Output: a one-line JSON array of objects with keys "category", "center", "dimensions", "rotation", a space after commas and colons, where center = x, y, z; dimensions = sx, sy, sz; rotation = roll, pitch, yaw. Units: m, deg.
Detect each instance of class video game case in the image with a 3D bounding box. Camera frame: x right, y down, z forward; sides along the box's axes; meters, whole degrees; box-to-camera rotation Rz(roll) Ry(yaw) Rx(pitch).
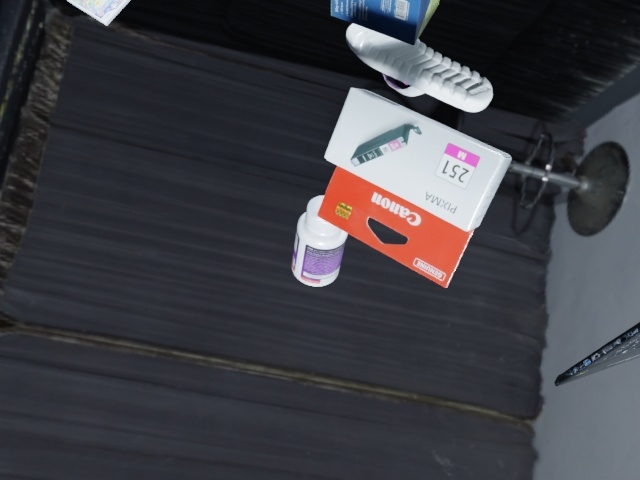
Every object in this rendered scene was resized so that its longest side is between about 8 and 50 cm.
[{"category": "video game case", "center": [-0.491, -0.537, 1.400], "dimensions": [0.087, 0.122, 0.011], "rotation": [-53, -14, -12]}]

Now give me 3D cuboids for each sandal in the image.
[{"category": "sandal", "center": [0.231, -0.424, 1.605], "dimensions": [0.169, 0.416, 0.102], "rotation": [-44, -20, -34]}]

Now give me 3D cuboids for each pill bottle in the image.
[{"category": "pill bottle", "center": [0.000, 0.000, 1.340], "dimensions": [0.193, 0.108, 0.108], "rotation": [101, 174, -48]}]

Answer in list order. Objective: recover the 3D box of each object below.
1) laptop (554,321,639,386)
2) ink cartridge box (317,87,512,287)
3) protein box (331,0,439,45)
[{"category": "laptop", "center": [0.410, 0.116, 0.599], "dimensions": [0.264, 0.235, 0.136], "rotation": [114, 140, -54]}, {"category": "ink cartridge box", "center": [0.127, -0.084, 1.020], "dimensions": [0.060, 0.275, 0.238], "rotation": [-15, -49, -60]}, {"category": "protein box", "center": [0.138, -0.549, 1.306], "dimensions": [0.135, 0.201, 0.199], "rotation": [-60, -14, -22]}]
